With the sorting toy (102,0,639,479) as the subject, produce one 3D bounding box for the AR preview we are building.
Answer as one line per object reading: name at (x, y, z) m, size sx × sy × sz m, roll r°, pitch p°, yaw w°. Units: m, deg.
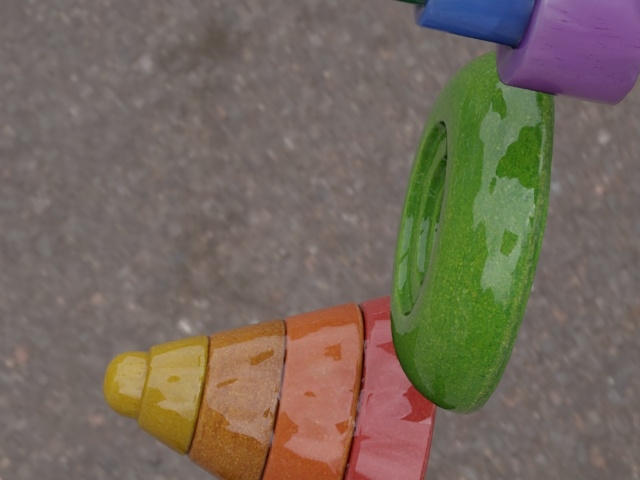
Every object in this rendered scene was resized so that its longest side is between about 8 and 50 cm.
sorting toy at (0.000, 0.000, 0.685) m, size 0.126 × 0.365 × 0.127 m, roll 11°, pitch 55°, yaw -7°
